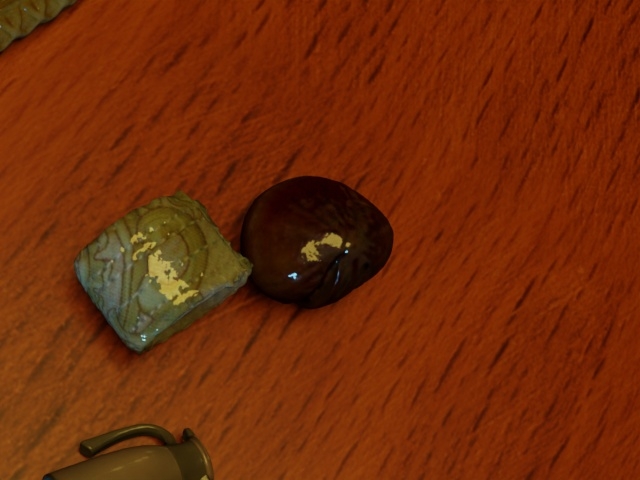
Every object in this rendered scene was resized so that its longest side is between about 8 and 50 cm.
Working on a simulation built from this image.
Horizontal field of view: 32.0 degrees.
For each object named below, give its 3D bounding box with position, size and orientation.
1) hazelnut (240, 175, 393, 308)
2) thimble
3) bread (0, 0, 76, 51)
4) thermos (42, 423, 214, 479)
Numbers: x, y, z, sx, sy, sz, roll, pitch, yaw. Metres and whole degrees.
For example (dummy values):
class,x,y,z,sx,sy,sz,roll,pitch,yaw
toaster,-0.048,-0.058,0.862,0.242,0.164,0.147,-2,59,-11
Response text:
class,x,y,z,sx,sy,sz,roll,pitch,yaw
hazelnut,0.000,0.000,1.465,0.204,0.178,0.178,10,67,-29
thimble,-0.194,0.035,1.388,0.190,0.137,0.143,-34,82,-12
bread,-0.441,-0.286,1.457,0.077,0.084,0.367,23,52,37
thermos,-0.226,0.279,1.321,0.193,0.105,0.137,-19,47,-29
